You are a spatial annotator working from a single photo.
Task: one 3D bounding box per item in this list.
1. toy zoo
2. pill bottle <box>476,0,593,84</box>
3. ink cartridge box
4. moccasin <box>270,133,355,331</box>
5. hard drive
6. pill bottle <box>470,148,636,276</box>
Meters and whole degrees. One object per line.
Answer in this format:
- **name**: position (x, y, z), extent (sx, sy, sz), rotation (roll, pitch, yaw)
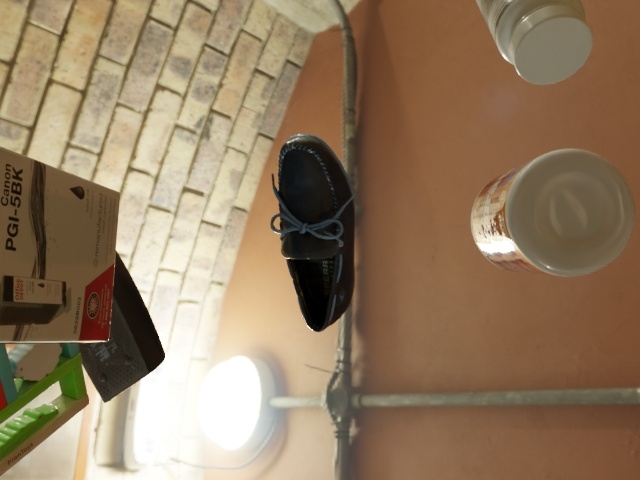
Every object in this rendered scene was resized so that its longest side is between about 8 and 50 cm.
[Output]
- **toy zoo**: position (-0.311, 0.086, 0.587), extent (0.030, 0.192, 0.293), rotation (12, -61, 23)
- **pill bottle**: position (0.192, -0.206, 0.582), extent (0.078, 0.078, 0.137), rotation (-42, -145, 33)
- **ink cartridge box**: position (-0.172, 0.007, 0.347), extent (0.056, 0.135, 0.099), rotation (0, -98, 15)
- **moccasin**: position (0.000, 0.000, 1.045), extent (0.137, 0.342, 0.117), rotation (-3, -150, 24)
- **hard drive**: position (-0.323, 0.095, 0.930), extent (0.172, 0.054, 0.255), rotation (-35, -99, 41)
- **pill bottle**: position (0.232, -0.023, 0.691), extent (0.216, 0.121, 0.121), rotation (96, 10, -88)
